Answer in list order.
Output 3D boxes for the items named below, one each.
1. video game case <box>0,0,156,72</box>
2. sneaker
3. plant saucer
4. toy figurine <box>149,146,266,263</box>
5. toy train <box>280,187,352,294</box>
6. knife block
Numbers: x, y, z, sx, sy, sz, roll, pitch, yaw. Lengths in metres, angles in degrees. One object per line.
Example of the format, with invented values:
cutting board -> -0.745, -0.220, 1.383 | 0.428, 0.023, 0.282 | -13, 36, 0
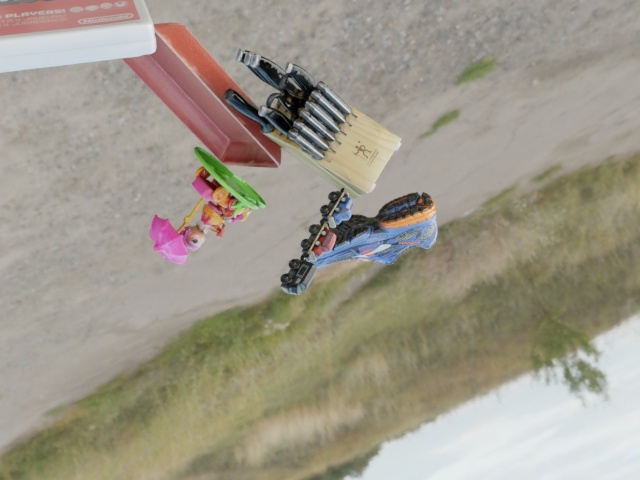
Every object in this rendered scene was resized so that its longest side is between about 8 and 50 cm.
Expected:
video game case -> -0.248, -0.199, 0.622 | 0.204, 0.285, 0.025 | -11, 129, -14
sneaker -> 0.078, 0.006, 1.246 | 0.221, 0.087, 0.083 | -17, -151, 16
plant saucer -> -0.176, -0.215, 1.207 | 0.048, 0.259, 0.258 | -49, -157, -13
toy figurine -> -0.182, -0.034, 1.237 | 0.159, 0.130, 0.173 | -46, 157, 7
toy train -> 0.000, 0.000, 1.014 | 0.158, 0.036, 0.027 | -60, 156, -23
knife block -> -0.019, -0.159, 1.122 | 0.088, 0.242, 0.275 | -58, -177, -1
